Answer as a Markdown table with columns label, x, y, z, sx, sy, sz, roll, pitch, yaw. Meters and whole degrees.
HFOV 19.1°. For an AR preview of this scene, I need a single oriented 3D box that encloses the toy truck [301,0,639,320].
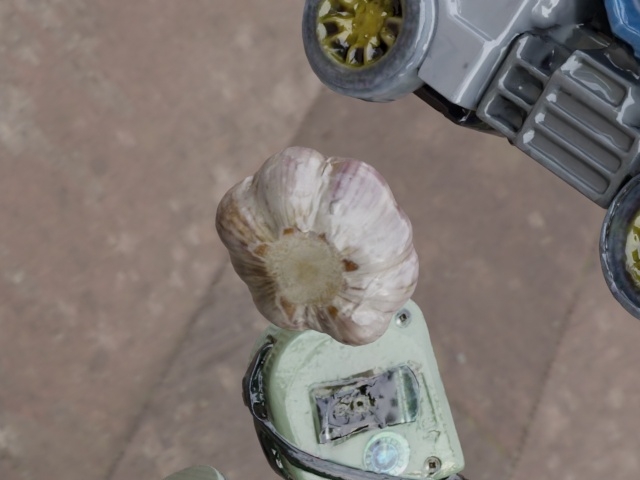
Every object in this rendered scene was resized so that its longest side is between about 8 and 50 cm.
| label | x | y | z | sx | sy | sz | roll | pitch | yaw |
| --- | --- | --- | --- | --- | --- | --- | --- | --- | --- |
| toy truck | 0.163 | -0.048 | 0.669 | 0.367 | 0.175 | 0.146 | 38 | 15 | 31 |

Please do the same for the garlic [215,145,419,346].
| label | x | y | z | sx | sy | sz | roll | pitch | yaw |
| --- | --- | --- | --- | --- | --- | --- | --- | --- | --- |
| garlic | 0.000 | 0.000 | 1.438 | 0.159 | 0.147 | 0.102 | 34 | 32 | -4 |

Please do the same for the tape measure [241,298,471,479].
| label | x | y | z | sx | sy | sz | roll | pitch | yaw |
| --- | --- | --- | --- | --- | --- | --- | --- | --- | --- |
| tape measure | 0.033 | 0.181 | 1.923 | 0.207 | 0.115 | 0.235 | -21 | 104 | -18 |

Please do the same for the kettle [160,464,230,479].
| label | x | y | z | sx | sy | sz | roll | pitch | yaw |
| --- | --- | --- | --- | --- | --- | --- | --- | --- | --- |
| kettle | -0.040 | 0.282 | 1.238 | 0.243 | 0.160 | 0.210 | 50 | 18 | -20 |
